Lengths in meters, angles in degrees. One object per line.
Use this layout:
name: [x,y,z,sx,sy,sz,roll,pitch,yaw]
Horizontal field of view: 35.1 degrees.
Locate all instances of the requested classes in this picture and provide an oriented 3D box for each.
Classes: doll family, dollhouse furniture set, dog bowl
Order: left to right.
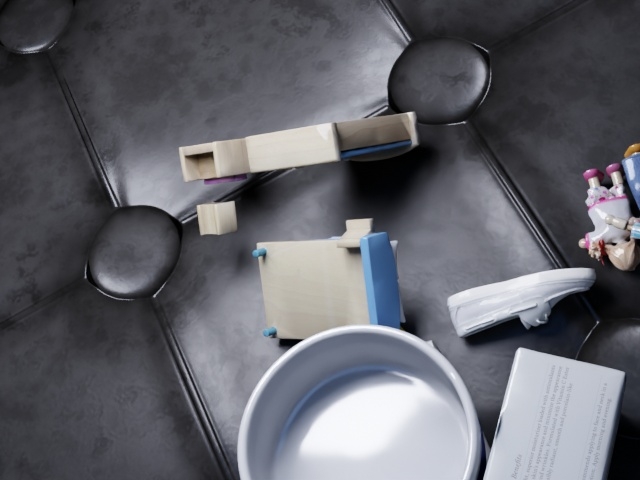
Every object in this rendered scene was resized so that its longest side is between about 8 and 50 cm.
dollhouse furniture set: [0.000,0.000,1.350,0.286,0.198,0.303,-4,96,37]
dog bowl: [0.049,0.234,1.119,0.265,0.104,0.265,-7,62,13]
doll family: [0.438,-0.046,1.211,0.263,0.118,0.163,-13,64,10]

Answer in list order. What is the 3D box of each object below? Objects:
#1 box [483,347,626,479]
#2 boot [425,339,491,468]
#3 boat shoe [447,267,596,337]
box: [0.254,0.236,1.104,0.119,0.182,0.181,12,71,19]
boot: [0.138,0.218,1.218,0.086,0.069,0.190,-31,54,9]
boat shoe: [0.250,0.078,1.245,0.184,0.066,0.063,-13,78,8]
